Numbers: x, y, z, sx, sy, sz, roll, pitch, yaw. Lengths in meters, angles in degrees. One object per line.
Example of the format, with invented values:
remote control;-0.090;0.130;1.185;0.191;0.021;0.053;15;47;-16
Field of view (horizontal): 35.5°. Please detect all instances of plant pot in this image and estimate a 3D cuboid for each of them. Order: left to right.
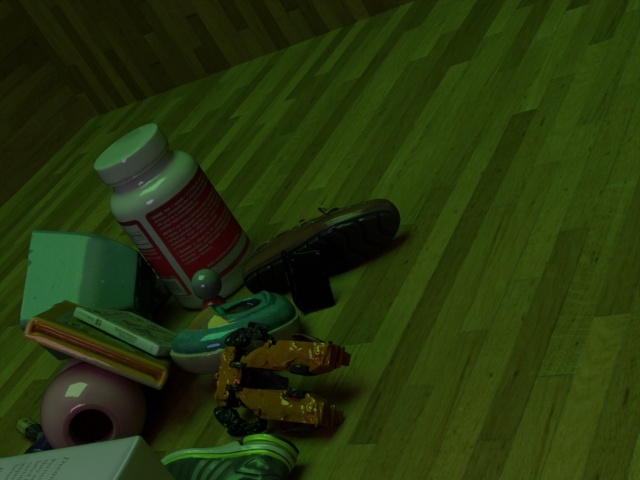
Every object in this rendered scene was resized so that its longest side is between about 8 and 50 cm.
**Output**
plant pot;-0.529;0.126;2.360;0.252;0.247;0.248;-3;64;8

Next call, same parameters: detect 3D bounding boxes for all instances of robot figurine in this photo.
robot figurine;-0.081;0.254;1.790;0.291;0.085;0.211;-3;74;45

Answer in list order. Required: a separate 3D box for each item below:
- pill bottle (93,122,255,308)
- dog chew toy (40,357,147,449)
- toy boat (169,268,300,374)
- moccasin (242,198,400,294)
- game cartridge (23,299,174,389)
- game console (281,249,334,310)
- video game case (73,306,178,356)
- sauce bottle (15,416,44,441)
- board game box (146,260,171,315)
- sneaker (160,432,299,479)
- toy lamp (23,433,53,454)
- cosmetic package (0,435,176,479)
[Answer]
pill bottle;-0.340;-0.058;2.325;0.229;0.408;0.229;-26;26;14
dog chew toy;-0.461;0.319;2.051;0.206;0.207;0.332;-33;18;0
toy boat;-0.196;0.156;2.044;0.267;0.148;0.318;-21;17;-14
moccasin;0.002;0.002;2.166;0.380;0.139;0.147;-30;32;29
game cartridge;-0.432;0.204;2.046;0.324;0.285;0.053;-122;54;-85
game console;-0.028;0.078;2.069;0.071;0.122;0.107;-16;11;-10
video game case;-0.371;0.191;2.081;0.206;0.227;0.026;22;91;19
sauce bottle;-0.645;0.427;2.241;0.042;0.042;0.128;-45;30;-25
board game box;-0.422;0.104;2.560;0.165;0.042;0.243;-8;35;42
sneaker;-0.180;0.412;1.659;0.299;0.111;0.121;-23;31;25
toy lamp;-0.589;0.500;2.003;0.080;0.080;0.275;-22;27;22
cosmetic package;-0.378;0.525;1.418;0.393;0.329;0.327;-15;30;31
